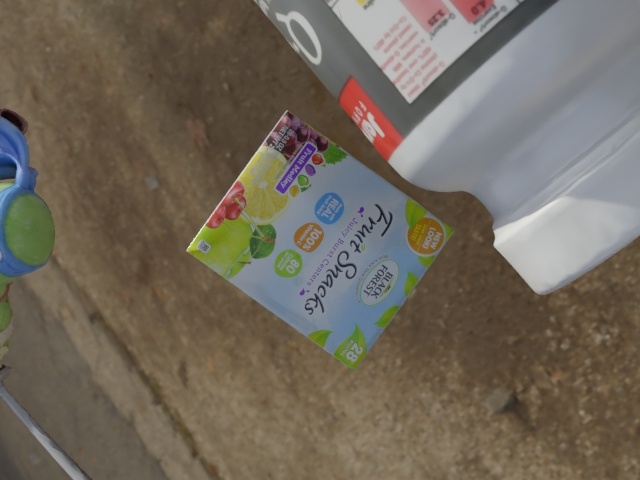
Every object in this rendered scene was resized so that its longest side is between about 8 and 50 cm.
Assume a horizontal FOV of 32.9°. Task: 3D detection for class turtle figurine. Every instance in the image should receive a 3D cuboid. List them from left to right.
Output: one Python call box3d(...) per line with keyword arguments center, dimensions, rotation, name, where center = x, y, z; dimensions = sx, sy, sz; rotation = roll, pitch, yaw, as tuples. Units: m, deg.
box3d(center=(-0.279, 0.048, 0.633), dimensions=(0.266, 0.198, 0.274), rotation=(11, 111, 32), name="turtle figurine")

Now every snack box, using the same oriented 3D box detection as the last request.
box3d(center=(0.000, 0.000, 1.089), dimensions=(0.207, 0.174, 0.070), rotation=(35, 179, -2), name="snack box")

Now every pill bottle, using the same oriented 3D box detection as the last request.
box3d(center=(0.079, -0.160, 0.635), dimensions=(0.363, 0.210, 0.210), rotation=(51, 154, 4), name="pill bottle")
